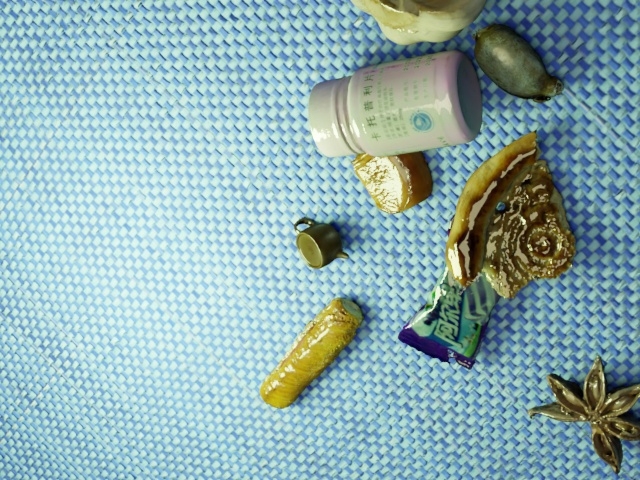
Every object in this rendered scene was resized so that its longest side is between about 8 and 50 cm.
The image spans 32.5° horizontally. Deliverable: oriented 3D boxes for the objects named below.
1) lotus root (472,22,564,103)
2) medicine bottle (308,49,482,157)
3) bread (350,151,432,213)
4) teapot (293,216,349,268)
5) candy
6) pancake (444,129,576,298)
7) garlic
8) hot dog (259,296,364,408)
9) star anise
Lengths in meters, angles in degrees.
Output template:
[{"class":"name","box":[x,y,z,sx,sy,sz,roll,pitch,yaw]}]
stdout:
[{"class":"lotus root","box":[0.301,-0.269,1.698,0.165,0.088,0.088,41,122,-8]},{"class":"medicine bottle","box":[0.119,-0.212,1.759,0.255,0.152,0.151,-8,107,25]},{"class":"bread","box":[0.121,-0.109,1.865,0.126,0.044,0.129,-25,102,31]},{"class":"teapot","box":[0.000,0.000,1.953,0.121,0.068,0.076,43,146,27]},{"class":"candy","box":[0.243,0.093,1.881,0.145,0.070,0.275,25,115,5]},{"class":"pancake","box":[0.292,-0.029,1.782,0.212,0.056,0.257,-16,96,14]},{"class":"garlic","box":[0.157,-0.377,1.691,0.229,0.178,0.142,23,151,34]},{"class":"hot dog","box":[-0.022,0.218,2.049,0.083,0.068,0.289,37,120,-2]},{"class":"star anise","box":[0.475,0.282,1.859,0.208,0.063,0.171,32,116,13]}]
